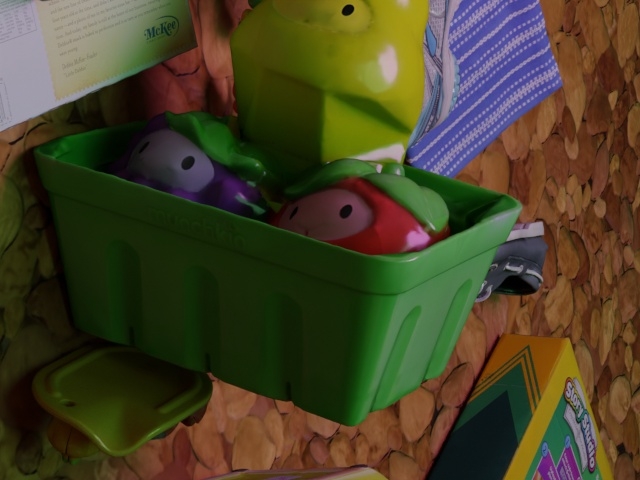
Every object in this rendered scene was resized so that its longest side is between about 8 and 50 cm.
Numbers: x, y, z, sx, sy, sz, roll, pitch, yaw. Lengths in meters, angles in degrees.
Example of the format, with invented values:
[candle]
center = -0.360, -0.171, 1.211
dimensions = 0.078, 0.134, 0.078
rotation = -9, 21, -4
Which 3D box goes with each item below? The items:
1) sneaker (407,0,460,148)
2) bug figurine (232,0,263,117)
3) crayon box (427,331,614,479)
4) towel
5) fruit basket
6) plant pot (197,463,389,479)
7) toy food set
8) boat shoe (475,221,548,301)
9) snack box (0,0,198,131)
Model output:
[sneaker]
center = 0.079, -0.209, 1.750
dimensions = 0.122, 0.110, 0.283
rotation = -54, 143, -41
[bug figurine]
center = -0.024, -0.194, 1.745
dimensions = 0.279, 0.072, 0.216
rotation = -31, 123, -60
[crayon box]
center = 0.266, 0.354, 2.207
dimensions = 0.313, 0.106, 0.363
rotation = -58, 137, -43
[towel]
center = 0.165, -0.231, 1.978
dimensions = 0.243, 0.040, 0.336
rotation = -41, 137, -19
[fruit basket]
center = -0.022, -0.076, 1.469
dimensions = 0.283, 0.392, 0.392
rotation = -22, 109, -57
[plant pot]
center = -0.048, 0.318, 1.584
dimensions = 0.227, 0.228, 0.207
rotation = -2, 86, -58
[toy food set]
center = -0.163, 0.145, 1.493
dimensions = 0.218, 0.128, 0.071
rotation = -27, 134, -61
[boat shoe]
center = 0.192, 0.035, 2.070
dimensions = 0.319, 0.116, 0.099
rotation = -11, 97, -63
[snack box]
center = -0.226, -0.209, 1.424
dimensions = 0.322, 0.060, 0.187
rotation = -33, 117, -54
